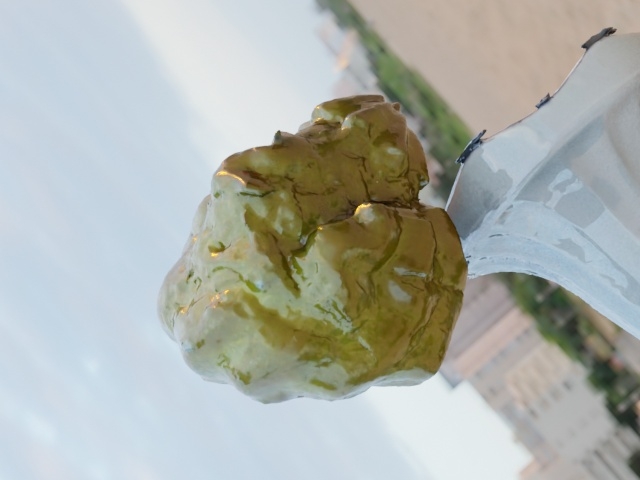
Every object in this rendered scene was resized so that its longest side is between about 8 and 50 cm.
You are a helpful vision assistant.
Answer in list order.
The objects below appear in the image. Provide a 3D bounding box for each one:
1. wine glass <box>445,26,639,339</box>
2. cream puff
[{"bbox_3d":[0.167,0.015,0.848,0.196,0.165,0.165,51,-174,13],"label":"wine glass"},{"bbox_3d":[0.000,0.000,0.782,0.146,0.116,0.146,4,-159,-2],"label":"cream puff"}]
